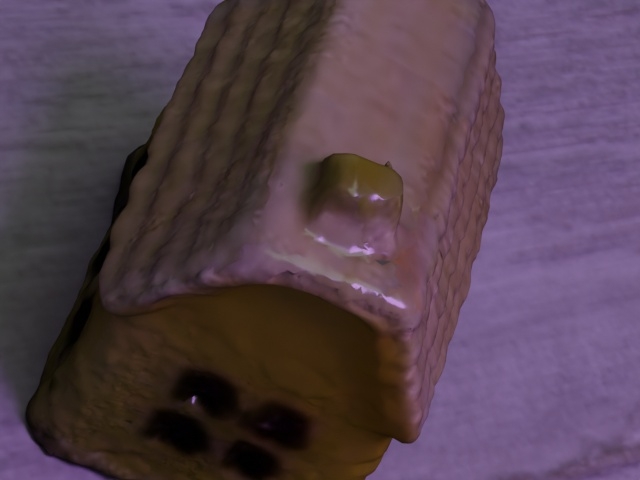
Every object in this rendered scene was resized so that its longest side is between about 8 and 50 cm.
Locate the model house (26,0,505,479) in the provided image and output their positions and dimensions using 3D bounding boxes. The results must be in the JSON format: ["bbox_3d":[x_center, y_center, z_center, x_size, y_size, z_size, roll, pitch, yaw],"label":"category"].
[{"bbox_3d":[0.000,0.000,0.773,0.174,0.234,0.193,29,52,-11],"label":"model house"}]
